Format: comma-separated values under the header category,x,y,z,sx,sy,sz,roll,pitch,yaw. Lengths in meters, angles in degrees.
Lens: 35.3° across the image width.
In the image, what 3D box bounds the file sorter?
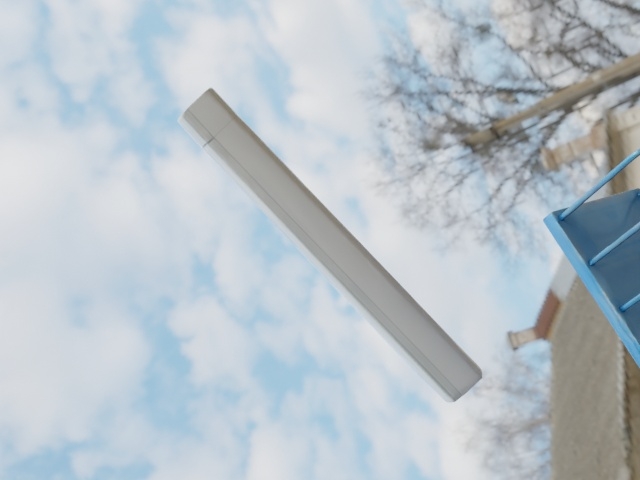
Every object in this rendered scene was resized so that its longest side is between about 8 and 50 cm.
category,x,y,z,sx,sy,sz,roll,pitch,yaw
file sorter,0.268,0.018,0.707,0.118,0.104,0.170,-14,-113,-39

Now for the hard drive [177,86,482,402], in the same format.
category,x,y,z,sx,sy,sz,roll,pitch,yaw
hard drive,0.000,0.000,0.992,0.353,0.047,0.233,46,178,-7
